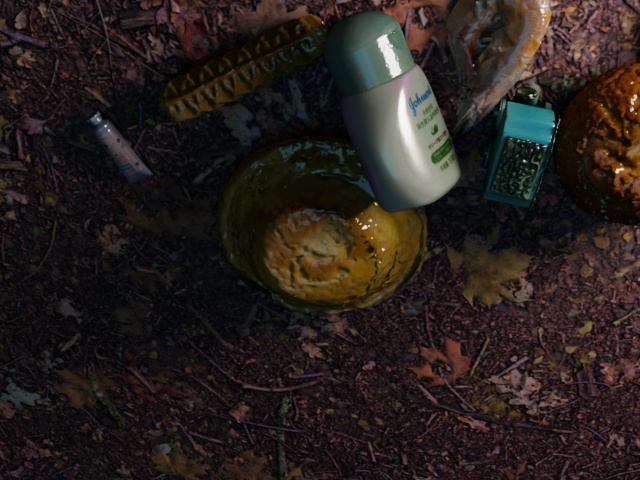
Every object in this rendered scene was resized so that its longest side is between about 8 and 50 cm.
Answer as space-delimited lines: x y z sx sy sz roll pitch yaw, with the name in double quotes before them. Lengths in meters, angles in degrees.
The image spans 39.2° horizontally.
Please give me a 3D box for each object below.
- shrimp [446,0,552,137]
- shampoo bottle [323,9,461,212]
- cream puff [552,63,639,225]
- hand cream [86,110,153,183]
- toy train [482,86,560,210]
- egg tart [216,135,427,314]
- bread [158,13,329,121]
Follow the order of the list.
"shrimp" 0.282 -0.325 1.581 0.164 0.062 0.317 34 123 13
"shampoo bottle" 0.122 -0.237 1.599 0.151 0.222 0.350 -12 110 39
"cream puff" 0.551 -0.155 1.563 0.303 0.212 0.303 6 121 10
"hand cream" -0.414 -0.189 1.831 0.065 0.043 0.171 -17 124 28
"toy train" 0.356 -0.165 1.623 0.112 0.163 0.203 10 126 6
"egg tart" 0.000 0.000 1.799 0.443 0.178 0.443 4 125 6
"bread" -0.145 -0.316 1.667 0.367 0.084 0.077 -21 158 22
